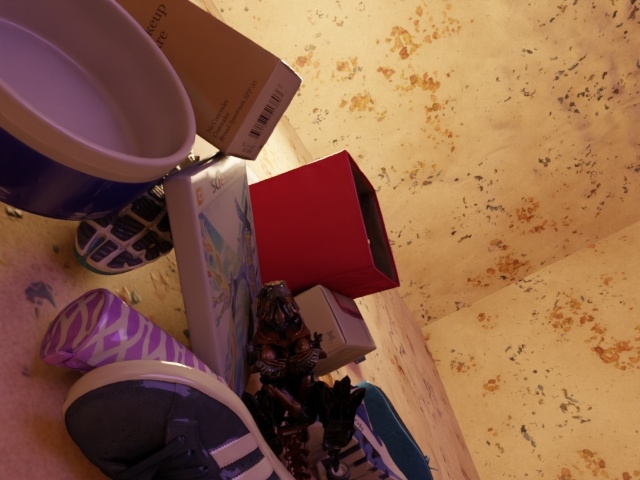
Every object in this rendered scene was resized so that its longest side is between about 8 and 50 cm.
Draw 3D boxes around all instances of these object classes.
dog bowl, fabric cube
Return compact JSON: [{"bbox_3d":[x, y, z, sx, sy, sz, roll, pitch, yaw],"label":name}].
[{"bbox_3d":[-0.258,-0.155,0.487,0.265,0.104,0.265,43,27,-28],"label":"dog bowl"},{"bbox_3d":[0.000,0.000,1.076,0.259,0.258,0.254,35,40,-65],"label":"fabric cube"}]

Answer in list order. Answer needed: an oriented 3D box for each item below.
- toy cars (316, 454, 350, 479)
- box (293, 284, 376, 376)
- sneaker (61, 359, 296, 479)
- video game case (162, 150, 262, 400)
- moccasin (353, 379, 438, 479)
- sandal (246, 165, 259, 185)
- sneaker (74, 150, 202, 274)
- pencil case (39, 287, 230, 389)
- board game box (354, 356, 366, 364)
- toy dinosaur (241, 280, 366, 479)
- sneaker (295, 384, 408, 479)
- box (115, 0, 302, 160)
[{"bbox_3d":[0.067,0.498,0.675,0.394,0.087,0.176,66,-29,23],"label":"toy cars"},{"bbox_3d":[0.000,0.191,1.002,0.127,0.148,0.232,65,11,21],"label":"box"},{"bbox_3d":[-0.097,0.254,0.455,0.350,0.131,0.148,55,8,-31],"label":"sneaker"},{"bbox_3d":[-0.133,0.045,0.713,0.300,0.036,0.330,-80,166,-72],"label":"video game case"},{"bbox_3d":[0.181,0.481,1.132,0.117,0.137,0.342,52,15,-57],"label":"moccasin"},{"bbox_3d":[-0.200,-0.108,1.125,0.097,0.054,0.255,49,24,-21],"label":"sandal"},{"bbox_3d":[-0.227,-0.034,0.648,0.107,0.110,0.275,42,27,-15],"label":"sneaker"},{"bbox_3d":[-0.180,0.137,0.506,0.206,0.086,0.088,51,27,-34],"label":"pencil case"},{"bbox_3d":[0.070,0.247,1.463,0.136,0.035,0.201,52,14,-38],"label":"board game box"},{"bbox_3d":[-0.034,0.225,0.719,0.322,0.164,0.218,63,-9,-6],"label":"toy dinosaur"},{"bbox_3d":[0.068,0.371,0.917,0.316,0.127,0.182,54,15,-24],"label":"sneaker"},{"bbox_3d":[-0.198,-0.257,0.695,0.311,0.148,0.121,33,11,7],"label":"box"}]
